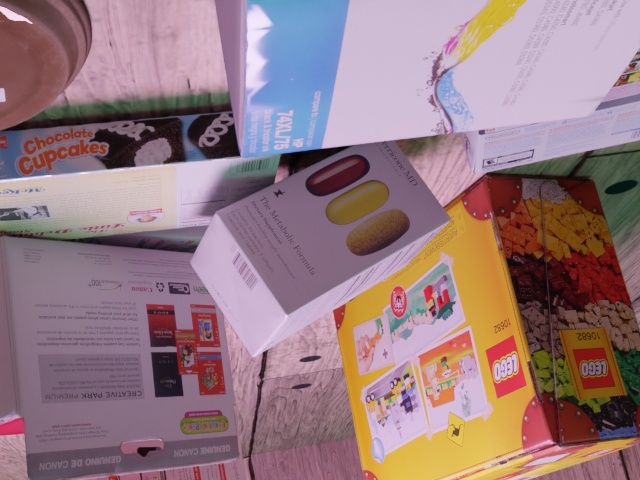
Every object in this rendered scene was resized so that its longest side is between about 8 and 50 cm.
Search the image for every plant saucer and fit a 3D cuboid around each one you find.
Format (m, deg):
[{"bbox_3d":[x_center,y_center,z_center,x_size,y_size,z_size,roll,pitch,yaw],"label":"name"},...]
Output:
[{"bbox_3d":[-0.328,-0.153,0.806,0.278,0.041,0.278,-10,160,-4],"label":"plant saucer"}]

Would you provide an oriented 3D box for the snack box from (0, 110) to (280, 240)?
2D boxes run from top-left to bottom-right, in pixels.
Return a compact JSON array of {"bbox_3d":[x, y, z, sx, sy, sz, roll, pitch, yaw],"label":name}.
[{"bbox_3d":[-0.211,-0.065,1.059,0.322,0.060,0.187,-7,161,-11],"label":"snack box"}]

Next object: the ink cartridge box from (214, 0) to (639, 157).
[{"bbox_3d":[0.066,-0.197,0.658,0.270,0.198,0.197,-7,158,-8],"label":"ink cartridge box"}]

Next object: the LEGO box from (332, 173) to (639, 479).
[{"bbox_3d":[0.231,0.175,1.468,0.193,0.372,0.500,0,157,-27],"label":"LEGO box"}]

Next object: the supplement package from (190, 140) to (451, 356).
[{"bbox_3d":[0.000,0.000,1.106,0.244,0.139,0.134,-29,168,-30],"label":"supplement package"}]

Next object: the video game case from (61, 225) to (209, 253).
[{"bbox_3d":[-0.276,0.039,1.336,0.329,0.036,0.300,3,155,-31],"label":"video game case"}]

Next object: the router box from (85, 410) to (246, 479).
[{"bbox_3d":[-0.250,0.251,1.378,0.082,0.335,0.301,-26,155,33],"label":"router box"}]

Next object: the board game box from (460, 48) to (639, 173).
[{"bbox_3d":[0.246,-0.182,0.932,0.224,0.097,0.303,-12,161,2],"label":"board game box"}]

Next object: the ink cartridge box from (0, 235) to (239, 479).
[{"bbox_3d":[-0.262,0.151,1.170,0.130,0.271,0.309,-23,160,39],"label":"ink cartridge box"}]
